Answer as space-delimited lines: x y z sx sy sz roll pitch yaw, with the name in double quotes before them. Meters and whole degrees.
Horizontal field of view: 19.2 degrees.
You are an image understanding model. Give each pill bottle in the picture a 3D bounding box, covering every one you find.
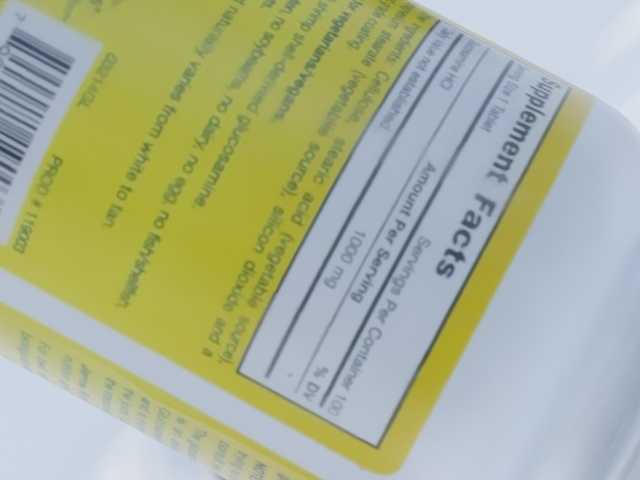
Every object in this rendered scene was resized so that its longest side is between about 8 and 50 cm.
"pill bottle" 0.000 0.000 0.695 0.188 0.334 0.188 -61 176 -7
